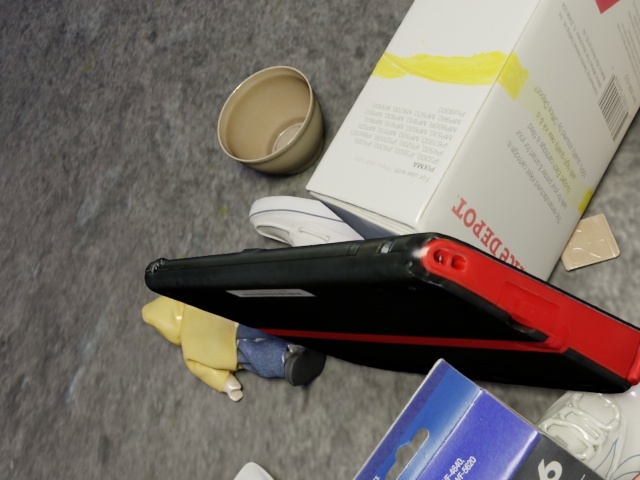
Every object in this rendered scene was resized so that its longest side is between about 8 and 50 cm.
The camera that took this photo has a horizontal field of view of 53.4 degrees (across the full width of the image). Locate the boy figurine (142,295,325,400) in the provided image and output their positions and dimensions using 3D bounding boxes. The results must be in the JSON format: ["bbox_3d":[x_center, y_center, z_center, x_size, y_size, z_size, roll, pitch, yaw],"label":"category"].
[{"bbox_3d":[-0.131,0.131,0.885,0.285,0.092,0.178,4,97,34],"label":"boy figurine"}]

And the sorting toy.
[{"bbox_3d":[0.309,-0.009,0.754,0.061,0.012,0.083,-20,59,17],"label":"sorting toy"}]

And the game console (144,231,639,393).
[{"bbox_3d":[0.063,0.069,0.605,0.386,0.341,0.060,-7,63,49],"label":"game console"}]

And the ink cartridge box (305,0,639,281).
[{"bbox_3d":[0.197,-0.133,0.702,0.160,0.279,0.385,23,80,43],"label":"ink cartridge box"}]

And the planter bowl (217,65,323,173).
[{"bbox_3d":[-0.061,-0.167,0.974,0.161,0.109,0.162,-12,62,23],"label":"planter bowl"}]

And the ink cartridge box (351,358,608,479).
[{"bbox_3d":[0.178,0.254,0.525,0.165,0.332,0.065,-54,19,-2],"label":"ink cartridge box"}]

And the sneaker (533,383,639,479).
[{"bbox_3d":[0.244,0.212,0.614,0.297,0.129,0.111,-50,46,-2],"label":"sneaker"}]

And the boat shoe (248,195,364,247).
[{"bbox_3d":[0.000,0.000,0.871,0.258,0.095,0.084,9,68,33],"label":"boat shoe"}]

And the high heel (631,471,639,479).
[{"bbox_3d":[0.276,0.171,0.506,0.082,0.117,0.244,-39,11,50],"label":"high heel"}]

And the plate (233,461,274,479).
[{"bbox_3d":[-0.067,0.452,0.728,0.277,0.045,0.278,32,86,37],"label":"plate"}]
